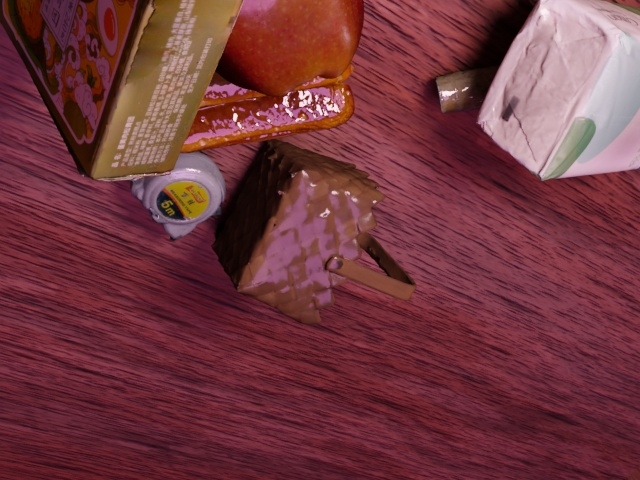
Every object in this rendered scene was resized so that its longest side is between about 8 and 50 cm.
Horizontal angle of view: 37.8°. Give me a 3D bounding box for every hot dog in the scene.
[{"bbox_3d":[-0.112,-0.241,1.523,0.349,0.117,0.158,-12,127,-7],"label":"hot dog"}]

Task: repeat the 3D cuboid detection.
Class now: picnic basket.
[{"bbox_3d":[0.000,0.000,1.667,0.321,0.254,0.291,21,104,-30],"label":"picnic basket"}]

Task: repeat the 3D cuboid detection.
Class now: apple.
[{"bbox_3d":[-0.081,-0.365,1.307,0.288,0.288,0.317,-26,123,4],"label":"apple"}]

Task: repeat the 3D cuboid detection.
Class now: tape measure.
[{"bbox_3d":[-0.283,-0.136,1.572,0.164,0.084,0.330,-30,134,5],"label":"tape measure"}]

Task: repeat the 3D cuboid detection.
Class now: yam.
[{"bbox_3d":[0.287,-0.270,1.664,0.179,0.078,0.078,-12,133,-9],"label":"yam"}]

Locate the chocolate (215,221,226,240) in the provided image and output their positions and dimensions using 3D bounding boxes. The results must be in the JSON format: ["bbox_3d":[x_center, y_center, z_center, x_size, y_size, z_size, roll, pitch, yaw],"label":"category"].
[{"bbox_3d":[-0.147,0.013,1.781,0.072,0.070,0.147,-24,124,16],"label":"chocolate"}]

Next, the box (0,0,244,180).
[{"bbox_3d":[-0.255,-0.345,1.164,0.138,0.373,0.420,-9,143,-38],"label":"box"}]

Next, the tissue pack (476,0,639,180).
[{"bbox_3d":[0.462,-0.257,1.575,0.356,0.194,0.266,-8,132,-46],"label":"tissue pack"}]

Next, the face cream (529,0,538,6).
[{"bbox_3d":[0.514,-0.472,1.545,0.349,0.105,0.105,-15,133,-6],"label":"face cream"}]
